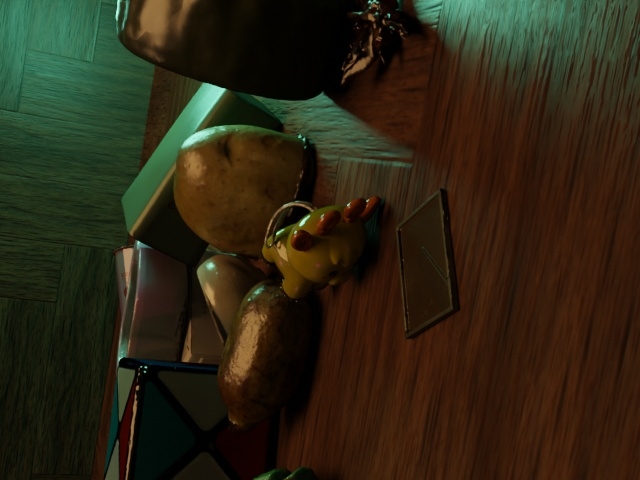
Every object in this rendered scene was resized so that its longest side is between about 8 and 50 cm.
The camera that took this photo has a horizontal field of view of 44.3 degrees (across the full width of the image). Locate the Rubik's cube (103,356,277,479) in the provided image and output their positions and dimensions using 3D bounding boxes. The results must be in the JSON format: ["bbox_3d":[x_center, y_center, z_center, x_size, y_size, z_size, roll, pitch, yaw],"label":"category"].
[{"bbox_3d":[-0.229,0.339,1.367,0.248,0.246,0.250,162,115,-67],"label":"Rubik's cube"}]

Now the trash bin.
[{"bbox_3d":[-0.247,-0.153,1.587,0.343,0.158,0.223,-57,27,11],"label":"trash bin"}]

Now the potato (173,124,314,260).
[{"bbox_3d":[-0.154,-0.096,1.391,0.285,0.243,0.242,141,133,-64],"label":"potato"}]

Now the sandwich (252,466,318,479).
[{"bbox_3d":[-0.060,0.411,1.000,0.109,0.212,0.292,-44,27,36],"label":"sandwich"}]

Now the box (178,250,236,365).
[{"bbox_3d":[-0.251,0.176,1.671,0.194,0.111,0.260,124,146,-48],"label":"box"}]

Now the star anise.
[{"bbox_3d":[0.072,-0.291,1.094,0.157,0.054,0.212,120,148,-43],"label":"star anise"}]

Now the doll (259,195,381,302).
[{"bbox_3d":[0.000,0.000,1.087,0.135,0.143,0.221,61,154,12],"label":"doll"}]

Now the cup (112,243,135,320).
[{"bbox_3d":[-0.473,0.167,2.170,0.203,0.203,0.288,147,122,-63],"label":"cup"}]

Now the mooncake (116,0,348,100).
[{"bbox_3d":[-0.139,-0.364,1.252,0.356,0.356,0.194,-124,48,-60],"label":"mooncake"}]

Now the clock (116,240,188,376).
[{"bbox_3d":[-0.366,0.164,1.688,0.338,0.102,0.338,-172,90,-72],"label":"clock"}]

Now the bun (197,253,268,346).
[{"bbox_3d":[-0.143,0.102,1.405,0.173,0.120,0.172,158,90,-84],"label":"bun"}]

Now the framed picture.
[{"bbox_3d":[0.121,0.028,0.912,0.109,0.011,0.149,134,139,-57],"label":"framed picture"}]

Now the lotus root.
[{"bbox_3d":[-0.091,0.186,1.228,0.260,0.128,0.145,-70,23,6],"label":"lotus root"}]
